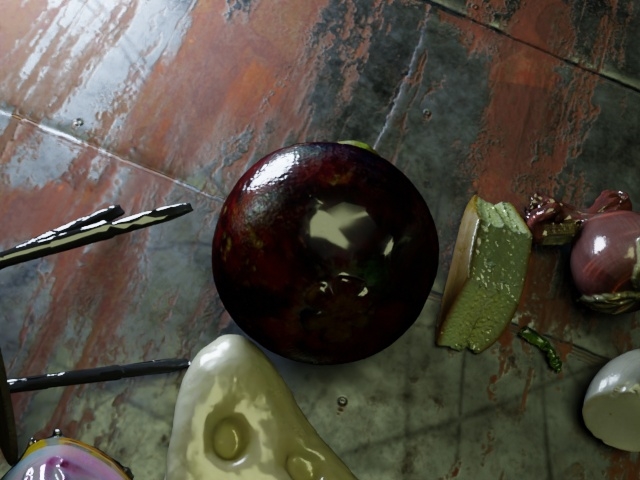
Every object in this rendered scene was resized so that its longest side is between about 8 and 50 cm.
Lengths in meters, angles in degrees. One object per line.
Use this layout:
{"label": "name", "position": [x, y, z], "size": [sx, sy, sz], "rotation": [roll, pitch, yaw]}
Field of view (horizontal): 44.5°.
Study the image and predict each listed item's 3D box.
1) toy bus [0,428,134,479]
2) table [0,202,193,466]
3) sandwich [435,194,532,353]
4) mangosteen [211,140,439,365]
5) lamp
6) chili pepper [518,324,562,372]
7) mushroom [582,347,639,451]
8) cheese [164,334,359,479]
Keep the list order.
{"label": "toy bus", "position": [-0.332, 0.384, 0.775], "size": [0.171, 0.162, 0.386], "rotation": [43, 76, -16]}
{"label": "table", "position": [-0.310, 0.046, 0.953], "size": [0.249, 0.317, 0.317], "rotation": [-18, 72, -31]}
{"label": "sandwich", "position": [0.241, 0.036, 1.134], "size": [0.094, 0.096, 0.258], "rotation": [19, 68, -9]}
{"label": "mangosteen", "position": [0.006, 0.006, 0.998], "size": [0.311, 0.311, 0.311], "rotation": [4, 67, -10]}
{"label": "lamp", "position": [0.421, 0.024, 1.156], "size": [0.215, 0.151, 0.223], "rotation": [0, 25, -18]}
{"label": "chili pepper", "position": [0.325, 0.156, 1.139], "size": [0.083, 0.022, 0.027], "rotation": [46, 33, 10]}
{"label": "mushroom", "position": [0.465, 0.198, 1.119], "size": [0.225, 0.093, 0.116], "rotation": [-38, 95, -32]}
{"label": "cheese", "position": [-0.031, 0.308, 0.941], "size": [0.328, 0.129, 0.351], "rotation": [13, 68, -4]}
